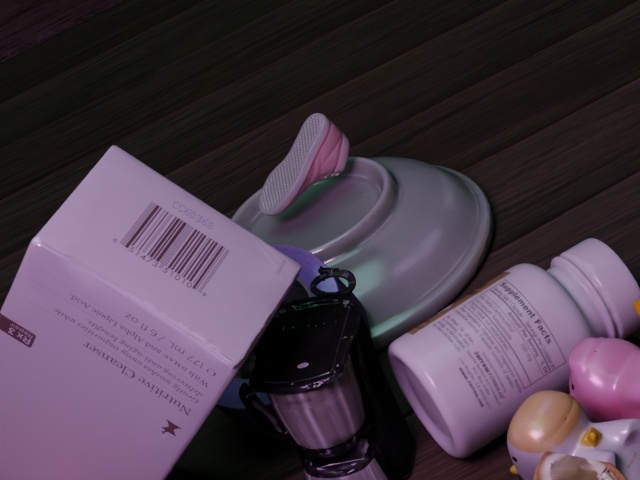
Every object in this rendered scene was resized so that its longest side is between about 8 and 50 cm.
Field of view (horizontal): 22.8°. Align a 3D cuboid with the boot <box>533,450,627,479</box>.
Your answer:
[{"bbox_3d":[0.203,0.250,1.109,0.089,0.269,0.236,-25,29,-4],"label":"boot"}]

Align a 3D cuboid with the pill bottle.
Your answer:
[{"bbox_3d":[0.191,0.097,1.520,0.229,0.131,0.131,-31,29,-11],"label":"pill bottle"}]

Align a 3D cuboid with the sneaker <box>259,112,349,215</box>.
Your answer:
[{"bbox_3d":[-0.013,-0.078,1.857,0.051,0.070,0.134,32,91,47],"label":"sneaker"}]

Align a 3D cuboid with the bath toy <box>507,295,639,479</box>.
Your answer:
[{"bbox_3d":[0.266,0.149,1.394,0.348,0.151,0.129,-47,0,-35],"label":"bath toy"}]

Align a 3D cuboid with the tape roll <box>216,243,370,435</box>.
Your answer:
[{"bbox_3d":[-0.048,0.104,1.669,0.189,0.080,0.189,-12,58,21],"label":"tape roll"}]

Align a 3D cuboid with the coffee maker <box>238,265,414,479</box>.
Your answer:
[{"bbox_3d":[0.023,0.149,1.512,0.120,0.178,0.171,9,44,38],"label":"coffee maker"}]

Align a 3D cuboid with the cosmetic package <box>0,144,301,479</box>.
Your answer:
[{"bbox_3d":[-0.200,0.120,1.503,0.156,0.217,0.385,-58,-1,-46],"label":"cosmetic package"}]

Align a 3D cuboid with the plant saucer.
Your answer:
[{"bbox_3d":[0.000,0.000,1.864,0.401,0.100,0.400,-19,29,11],"label":"plant saucer"}]
